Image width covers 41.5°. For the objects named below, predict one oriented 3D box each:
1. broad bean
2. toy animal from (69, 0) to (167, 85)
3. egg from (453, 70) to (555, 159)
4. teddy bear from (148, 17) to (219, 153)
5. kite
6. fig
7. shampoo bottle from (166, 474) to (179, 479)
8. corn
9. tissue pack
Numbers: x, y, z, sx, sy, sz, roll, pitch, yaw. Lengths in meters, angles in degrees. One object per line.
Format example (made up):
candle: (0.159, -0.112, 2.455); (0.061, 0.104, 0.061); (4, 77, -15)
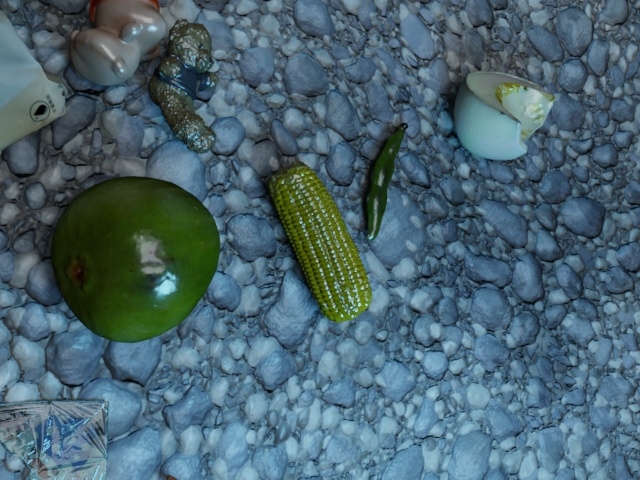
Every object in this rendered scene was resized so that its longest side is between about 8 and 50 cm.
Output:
broad bean: (0.136, -0.139, 1.888); (0.060, 0.043, 0.298); (25, 73, -32)
toy animal: (-0.379, -0.393, 1.605); (0.171, 0.171, 0.198); (35, 69, -18)
egg: (0.404, -0.279, 1.969); (0.206, 0.162, 0.271); (28, 34, 11)
teddy bear: (-0.274, -0.304, 1.662); (0.129, 0.182, 0.252); (4, 88, 6)
kite: (-0.505, 0.408, 1.543); (0.335, 0.011, 0.314); (47, 68, -13)
fig: (-0.313, 0.023, 1.533); (0.316, 0.316, 0.316); (3, 84, -25)
shampoo bottle: (-0.327, 0.560, 1.575); (0.085, 0.085, 0.244); (46, 66, -15)
corn: (0.000, 0.000, 1.760); (0.131, 0.131, 0.345); (-27, 97, -25)
tissue pack: (-0.679, -0.294, 1.440); (0.390, 0.195, 0.376); (-40, 114, -23)
